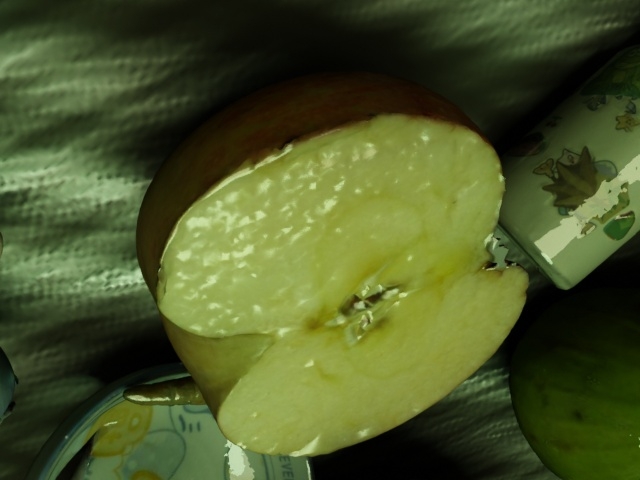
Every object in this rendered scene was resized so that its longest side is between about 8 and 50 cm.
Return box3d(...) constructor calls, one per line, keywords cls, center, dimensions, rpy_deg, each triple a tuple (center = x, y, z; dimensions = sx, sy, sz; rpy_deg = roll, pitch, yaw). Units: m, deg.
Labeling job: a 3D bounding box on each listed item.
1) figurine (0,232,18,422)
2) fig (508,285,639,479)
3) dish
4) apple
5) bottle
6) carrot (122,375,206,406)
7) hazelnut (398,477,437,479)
box3d(cls="figurine", center=(-0.294, -0.055, 0.382), dimensions=(0.277, 0.248, 0.387), rpy_deg=(13, 113, 6))
box3d(cls="fig", center=(0.290, 0.141, 0.645), dimensions=(0.203, 0.225, 0.202), rpy_deg=(-3, 96, -25))
box3d(cls="dish", center=(-0.148, 0.237, 0.625), dimensions=(0.273, 0.134, 0.273), rpy_deg=(3, 85, -42))
box3d(cls="apple", center=(0.000, 0.000, 0.522), dimensions=(0.251, 0.163, 0.292), rpy_deg=(-22, 135, -10))
box3d(cls="bottle", center=(0.248, -0.084, 0.571), dimensions=(0.253, 0.120, 0.120), rpy_deg=(-44, 119, 8))
box3d(cls="carrot", center=(-0.043, 0.121, 0.610), dimensions=(0.255, 0.049, 0.049), rpy_deg=(3, 118, -35))
box3d(cls="hazelnut", center=(0.092, 0.397, 0.649), dimensions=(0.316, 0.372, 0.372), rpy_deg=(1, 121, 17))
